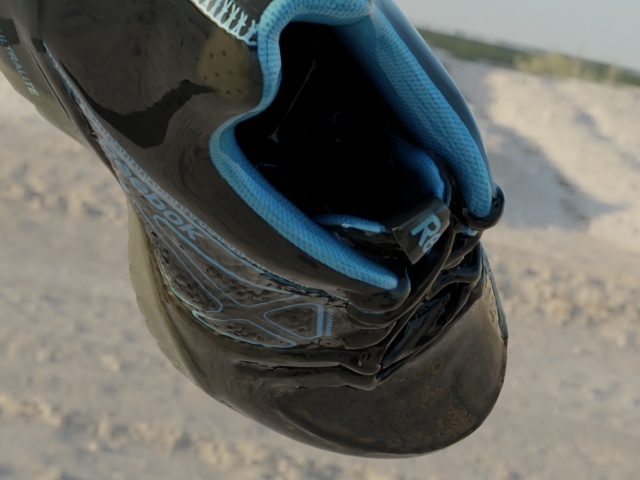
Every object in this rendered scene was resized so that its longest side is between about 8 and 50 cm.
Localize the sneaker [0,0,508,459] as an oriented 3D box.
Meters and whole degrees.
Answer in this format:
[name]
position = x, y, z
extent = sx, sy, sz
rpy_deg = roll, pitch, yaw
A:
[sneaker]
position = 0.000, 0.000, 0.666
extent = 0.139, 0.125, 0.341
rpy_deg = 34, -12, 39
